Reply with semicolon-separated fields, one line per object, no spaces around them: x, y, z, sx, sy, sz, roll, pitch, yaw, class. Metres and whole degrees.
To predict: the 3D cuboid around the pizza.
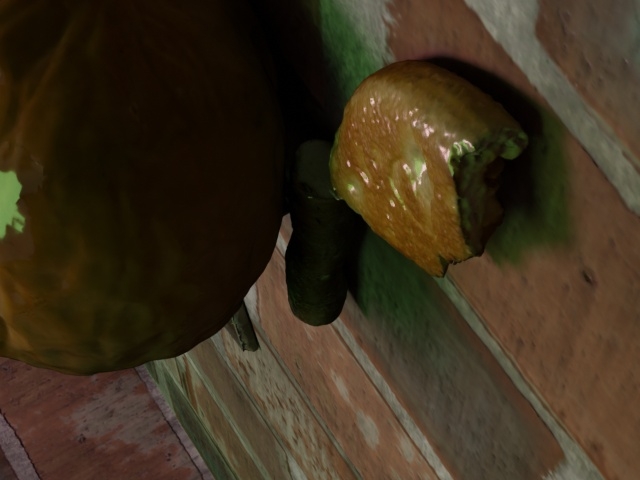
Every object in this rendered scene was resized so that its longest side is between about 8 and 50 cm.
0.063;-0.046;0.902;0.134;0.056;0.271;62;165;4;pizza

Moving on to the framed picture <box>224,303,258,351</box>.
-0.172;-0.025;1.823;0.232;0.024;0.315;48;160;42;framed picture

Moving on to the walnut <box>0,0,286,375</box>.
-0.188;-0.082;1.157;0.354;0.307;0.398;51;149;29;walnut

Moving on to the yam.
0.000;0.000;1.208;0.061;0.061;0.253;55;164;21;yam

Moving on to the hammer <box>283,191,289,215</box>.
-0.098;-0.084;1.413;0.159;0.041;0.226;62;166;-4;hammer
